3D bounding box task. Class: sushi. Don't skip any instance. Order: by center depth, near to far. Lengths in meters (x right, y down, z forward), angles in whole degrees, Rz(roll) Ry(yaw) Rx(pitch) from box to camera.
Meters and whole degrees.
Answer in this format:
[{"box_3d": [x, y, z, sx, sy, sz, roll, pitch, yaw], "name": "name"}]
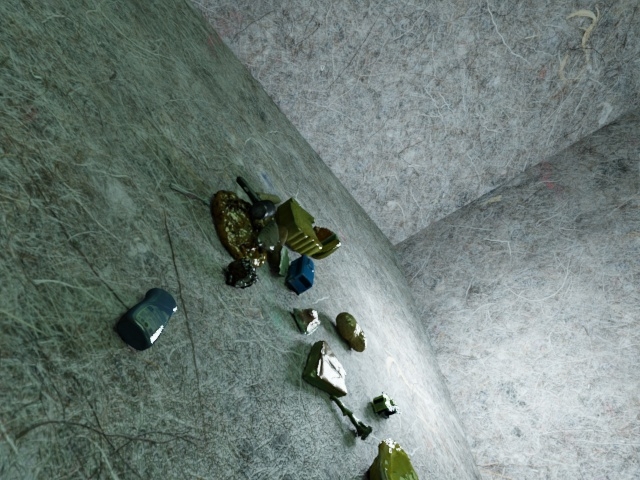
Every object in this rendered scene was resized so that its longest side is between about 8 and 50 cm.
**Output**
[{"box_3d": [-0.270, 0.114, 1.628, 0.094, 0.098, 0.084, 67, 3, -66], "name": "sushi"}]

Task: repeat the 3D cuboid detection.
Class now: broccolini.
[{"box_3d": [0.112, 0.666, 1.818, 0.216, 0.067, 0.058, 48, 14, -3], "name": "broccolini"}]

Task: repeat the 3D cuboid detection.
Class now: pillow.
[{"box_3d": [-0.196, -0.010, 1.844, 0.093, 0.051, 0.241, 54, 18, -11], "name": "pillow"}]

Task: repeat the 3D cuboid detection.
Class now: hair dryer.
[{"box_3d": [-0.273, -0.180, 1.890, 0.219, 0.071, 0.124, 52, 14, 1], "name": "hair dryer"}]

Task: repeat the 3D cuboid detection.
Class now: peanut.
[{"box_3d": [0.145, 0.432, 2.229, 0.226, 0.095, 0.108, 57, 32, -20], "name": "peanut"}]

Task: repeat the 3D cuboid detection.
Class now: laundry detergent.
[{"box_3d": [-0.406, 0.177, 1.158, 0.096, 0.061, 0.206, 53, 18, -12], "name": "laundry detergent"}]

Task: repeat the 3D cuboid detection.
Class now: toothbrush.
[{"box_3d": [-0.458, -0.163, 1.674, 0.022, 0.017, 0.204, 46, 8, 30], "name": "toothbrush"}]

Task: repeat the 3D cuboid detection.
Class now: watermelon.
[{"box_3d": [-0.046, 0.330, 1.918, 0.155, 0.080, 0.101, 60, 16, -64], "name": "watermelon"}]

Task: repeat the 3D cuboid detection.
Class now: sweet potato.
[{"box_3d": [-0.186, 0.020, 2.038, 0.075, 0.075, 0.273, 51, 23, -24], "name": "sweet potato"}]

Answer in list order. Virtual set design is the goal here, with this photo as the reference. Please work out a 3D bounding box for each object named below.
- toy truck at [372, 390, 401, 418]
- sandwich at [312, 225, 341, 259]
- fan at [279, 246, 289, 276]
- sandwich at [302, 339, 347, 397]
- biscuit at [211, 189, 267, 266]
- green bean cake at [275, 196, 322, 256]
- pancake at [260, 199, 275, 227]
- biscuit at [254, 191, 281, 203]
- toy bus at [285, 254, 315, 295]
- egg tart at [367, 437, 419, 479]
[{"box_3d": [0.297, 0.741, 2.154, 0.169, 0.077, 0.100, 36, 31, -49], "name": "toy truck"}, {"box_3d": [0.009, -0.003, 2.437, 0.109, 0.185, 0.160, 48, 22, -54], "name": "sandwich"}, {"box_3d": [-0.150, 0.092, 2.004, 0.240, 0.009, 0.131, -60, 149, -79], "name": "fan"}, {"box_3d": [0.033, 0.519, 1.812, 0.212, 0.063, 0.245, 57, 18, -10], "name": "sandwich"}, {"box_3d": [-0.297, -0.051, 1.835, 0.289, 0.081, 0.334, 19, 44, -63], "name": "biscuit"}, {"box_3d": [-0.108, -0.056, 2.295, 0.233, 0.124, 0.236, 42, 24, -42], "name": "green bean cake"}, {"box_3d": [-0.241, -0.108, 2.130, 0.158, 0.028, 0.158, -14, 90, -69], "name": "pancake"}, {"box_3d": [-0.254, -0.194, 2.225, 0.219, 0.061, 0.055, -6, 110, -70], "name": "biscuit"}, {"box_3d": [-0.081, 0.144, 2.059, 0.090, 0.106, 0.184, 50, 19, -20], "name": "toy bus"}, {"box_3d": [0.269, 0.893, 1.745, 0.315, 0.120, 0.315, 49, 21, -26], "name": "egg tart"}]
